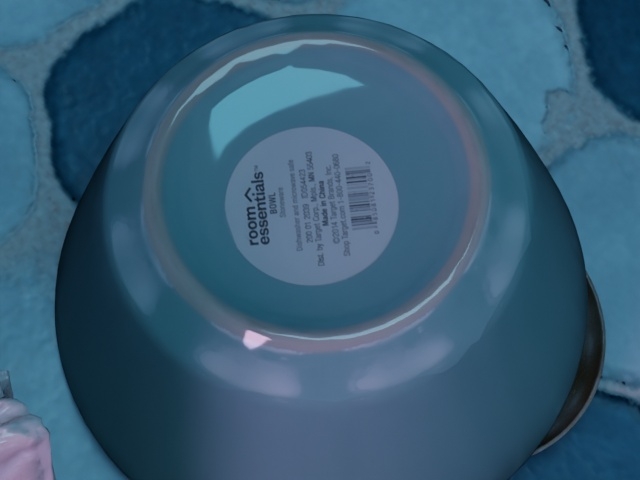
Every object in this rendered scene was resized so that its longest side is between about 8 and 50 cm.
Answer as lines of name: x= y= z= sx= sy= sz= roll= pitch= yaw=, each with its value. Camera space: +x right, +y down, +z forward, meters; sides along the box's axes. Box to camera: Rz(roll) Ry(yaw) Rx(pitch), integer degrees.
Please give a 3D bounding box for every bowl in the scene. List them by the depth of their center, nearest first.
bowl: x=0.000 y=0.000 z=1.001 sx=0.312 sy=0.163 sz=0.311 roll=0 pitch=67 yaw=0

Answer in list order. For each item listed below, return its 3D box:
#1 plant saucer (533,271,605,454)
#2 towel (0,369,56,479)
plant saucer: x=0.086 y=0.056 z=1.095 sx=0.168 sy=0.029 sz=0.168 roll=3 pitch=68 yaw=-8
towel: x=-0.272 y=0.197 z=0.830 sx=0.332 sy=0.317 sz=0.053 roll=-16 pitch=55 yaw=-15
